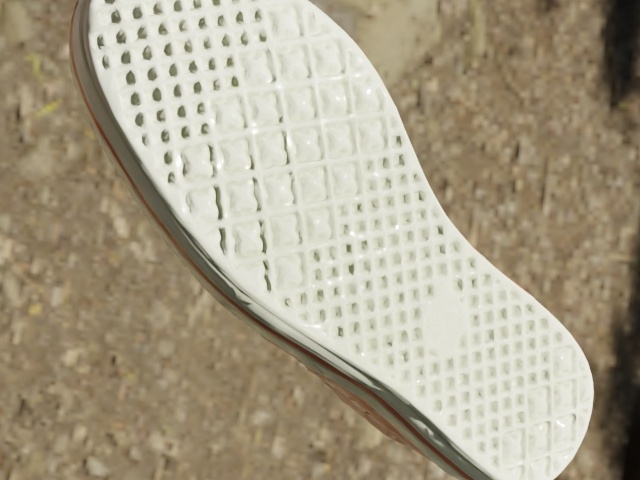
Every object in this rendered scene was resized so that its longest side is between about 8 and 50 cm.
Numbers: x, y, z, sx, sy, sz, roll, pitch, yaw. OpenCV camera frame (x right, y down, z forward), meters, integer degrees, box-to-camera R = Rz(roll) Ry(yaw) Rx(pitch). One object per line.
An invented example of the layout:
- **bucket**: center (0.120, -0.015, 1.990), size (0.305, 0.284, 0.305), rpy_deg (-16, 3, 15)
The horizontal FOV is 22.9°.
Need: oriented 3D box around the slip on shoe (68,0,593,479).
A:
- **slip on shoe**: center (0.000, 0.000, 0.716), size (0.331, 0.101, 0.123), rpy_deg (46, 70, -32)
